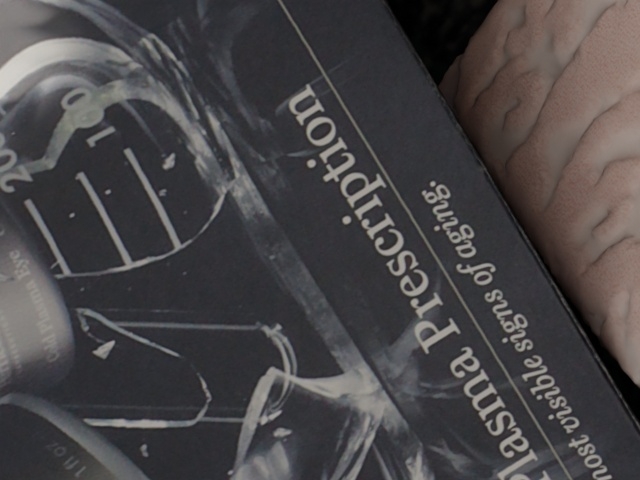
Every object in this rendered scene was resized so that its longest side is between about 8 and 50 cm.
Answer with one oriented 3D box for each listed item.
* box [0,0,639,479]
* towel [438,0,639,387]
[{"bbox_3d":[-0.074,0.062,0.508,0.312,0.179,0.343,-32,100,2],"label":"box"},{"bbox_3d":[0.188,-0.096,0.441,0.332,0.053,0.317,-51,32,20],"label":"towel"}]
